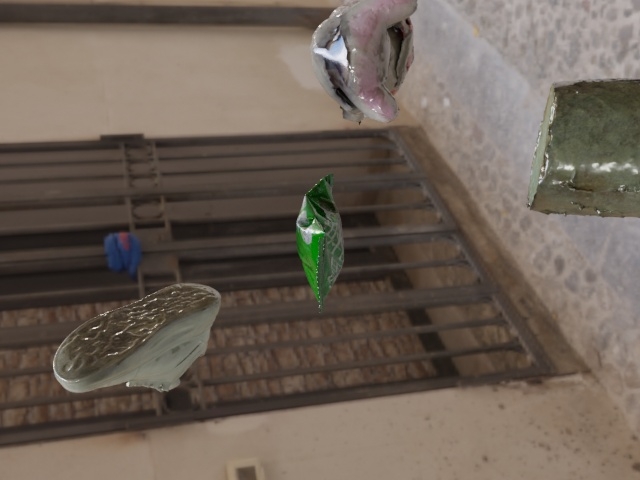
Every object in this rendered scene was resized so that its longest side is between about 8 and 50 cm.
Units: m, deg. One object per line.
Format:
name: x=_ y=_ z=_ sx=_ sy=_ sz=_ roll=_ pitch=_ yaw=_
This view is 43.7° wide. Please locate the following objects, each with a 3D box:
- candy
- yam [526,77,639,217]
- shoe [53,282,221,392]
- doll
candy: x=-0.004 y=0.002 z=1.304 sx=0.203 sy=0.078 sz=0.141 roll=-88 pitch=-14 yaw=-55
yam: x=0.388 y=-0.100 z=0.888 sx=0.168 sy=0.304 sz=0.168 roll=1 pitch=-90 yaw=-76
shoe: x=-0.287 y=0.192 z=1.299 sx=0.124 sy=0.316 sz=0.159 roll=24 pitch=126 yaw=33
doll: x=0.043 y=-0.178 z=0.774 sx=0.192 sy=0.095 sz=0.149 roll=-64 pitch=-19 yaw=-75
